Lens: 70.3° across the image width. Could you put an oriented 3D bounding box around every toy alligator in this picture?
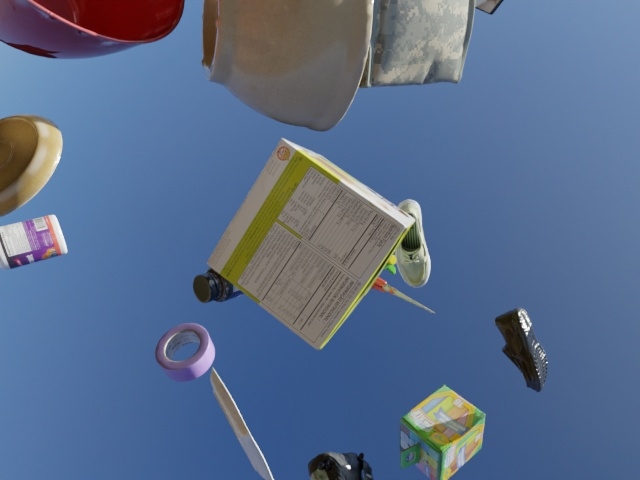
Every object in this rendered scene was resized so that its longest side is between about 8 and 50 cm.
[{"bbox_3d":[0.165,0.019,1.287,0.051,0.190,0.056,-29,-164,-30],"label":"toy alligator"}]

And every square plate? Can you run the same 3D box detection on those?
[{"bbox_3d":[-0.305,0.693,1.695,0.049,0.344,0.347,-29,-141,-20],"label":"square plate"}]

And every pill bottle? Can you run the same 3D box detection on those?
[{"bbox_3d":[-0.751,0.010,1.131,0.193,0.108,0.108,-19,-145,-30],"label":"pill bottle"},{"bbox_3d":[-0.310,0.136,1.525,0.122,0.219,0.123,10,-74,38],"label":"pill bottle"}]

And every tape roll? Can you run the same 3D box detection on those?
[{"bbox_3d":[-0.471,0.388,1.586,0.189,0.080,0.189,-4,-137,4],"label":"tape roll"}]

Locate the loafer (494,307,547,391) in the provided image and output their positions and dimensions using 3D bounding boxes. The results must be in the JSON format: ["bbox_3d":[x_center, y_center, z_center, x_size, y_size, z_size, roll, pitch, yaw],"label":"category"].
[{"bbox_3d":[0.485,0.263,1.101,0.078,0.080,0.220,-14,-79,44],"label":"loafer"}]

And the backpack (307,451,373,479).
[{"bbox_3d":[0.051,0.581,1.018,0.115,0.152,0.182,-52,-139,30],"label":"backpack"}]

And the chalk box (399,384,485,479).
[{"bbox_3d":[0.281,0.486,1.111,0.213,0.132,0.132,-25,-145,-30],"label":"chalk box"}]

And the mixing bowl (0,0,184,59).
[{"bbox_3d":[-0.203,-0.205,0.328,0.098,0.181,0.181,-19,-123,35],"label":"mixing bowl"}]

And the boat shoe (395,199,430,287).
[{"bbox_3d":[0.277,0.025,1.415,0.109,0.302,0.094,-5,-155,18],"label":"boat shoe"}]

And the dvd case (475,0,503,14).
[{"bbox_3d":[0.309,-0.537,0.802,0.253,0.180,0.022,129,-27,-59],"label":"dvd case"}]

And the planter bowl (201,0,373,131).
[{"bbox_3d":[-0.041,-0.179,0.386,0.162,0.109,0.162,178,-90,-68],"label":"planter bowl"}]

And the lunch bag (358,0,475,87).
[{"bbox_3d":[0.121,-0.401,0.714,0.169,0.235,0.287,36,-49,43],"label":"lunch bag"}]

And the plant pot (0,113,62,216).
[{"bbox_3d":[-0.596,-0.147,0.846,0.236,0.032,0.236,-6,-116,12],"label":"plant pot"}]

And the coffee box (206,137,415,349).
[{"bbox_3d":[0.000,0.000,1.122,0.334,0.337,0.338,36,-77,9],"label":"coffee box"}]

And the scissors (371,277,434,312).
[{"bbox_3d":[0.185,0.128,1.280,0.021,0.109,0.297,-38,-146,-29],"label":"scissors"}]
